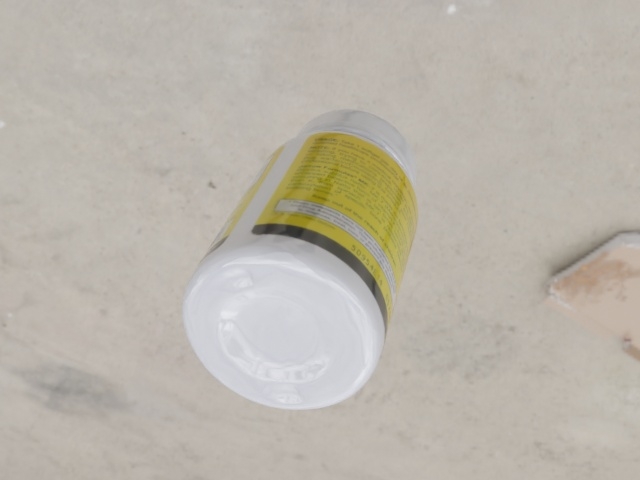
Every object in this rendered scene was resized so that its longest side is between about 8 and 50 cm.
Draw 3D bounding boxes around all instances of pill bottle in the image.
[{"bbox_3d":[0.000,0.000,0.571,0.119,0.208,0.119,8,124,12],"label":"pill bottle"}]
